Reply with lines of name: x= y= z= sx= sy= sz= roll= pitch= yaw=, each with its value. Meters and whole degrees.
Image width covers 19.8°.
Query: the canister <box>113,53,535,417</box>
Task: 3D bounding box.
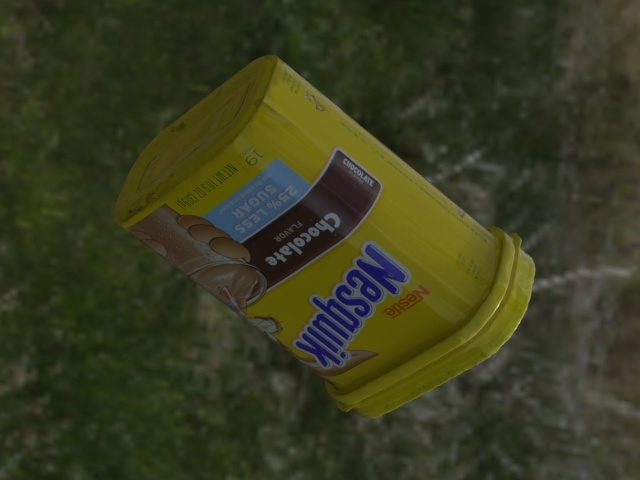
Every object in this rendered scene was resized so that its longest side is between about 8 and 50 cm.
canister: x=0.000 y=0.000 z=0.890 sx=0.126 sy=0.170 sz=0.073 roll=-33 pitch=-152 yaw=40
